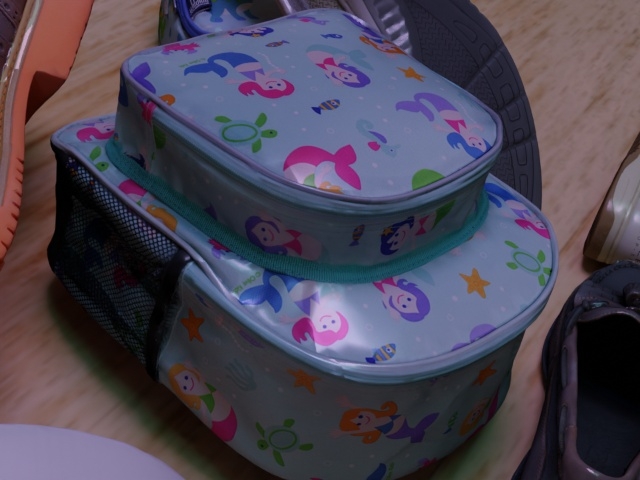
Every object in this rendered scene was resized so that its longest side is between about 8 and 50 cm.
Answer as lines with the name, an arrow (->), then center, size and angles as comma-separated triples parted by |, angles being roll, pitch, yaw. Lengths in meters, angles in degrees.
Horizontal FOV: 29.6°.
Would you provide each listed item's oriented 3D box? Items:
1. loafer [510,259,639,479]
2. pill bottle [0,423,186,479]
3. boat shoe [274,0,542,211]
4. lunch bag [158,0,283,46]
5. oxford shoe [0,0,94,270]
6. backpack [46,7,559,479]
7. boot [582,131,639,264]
loafer -> 0.172, 0.083, 0.687 | 0.096, 0.084, 0.267 | 22, 38, 9
pill bottle -> -0.083, 0.238, 0.310 | 0.204, 0.204, 0.361 | 2, 39, -17
boat shoe -> 0.042, -0.122, 0.807 | 0.118, 0.103, 0.320 | -36, 98, -41
lunch bag -> -0.014, -0.158, 0.926 | 0.218, 0.090, 0.176 | 5, 36, -15
oxford shoe -> -0.224, -0.040, 0.621 | 0.132, 0.130, 0.364 | 28, 45, -24
backpack -> 0.000, 0.000, 0.663 | 0.225, 0.191, 0.253 | -22, 56, -39
boot -> 0.297, -0.024, 0.873 | 0.165, 0.077, 0.213 | 26, 44, 15
